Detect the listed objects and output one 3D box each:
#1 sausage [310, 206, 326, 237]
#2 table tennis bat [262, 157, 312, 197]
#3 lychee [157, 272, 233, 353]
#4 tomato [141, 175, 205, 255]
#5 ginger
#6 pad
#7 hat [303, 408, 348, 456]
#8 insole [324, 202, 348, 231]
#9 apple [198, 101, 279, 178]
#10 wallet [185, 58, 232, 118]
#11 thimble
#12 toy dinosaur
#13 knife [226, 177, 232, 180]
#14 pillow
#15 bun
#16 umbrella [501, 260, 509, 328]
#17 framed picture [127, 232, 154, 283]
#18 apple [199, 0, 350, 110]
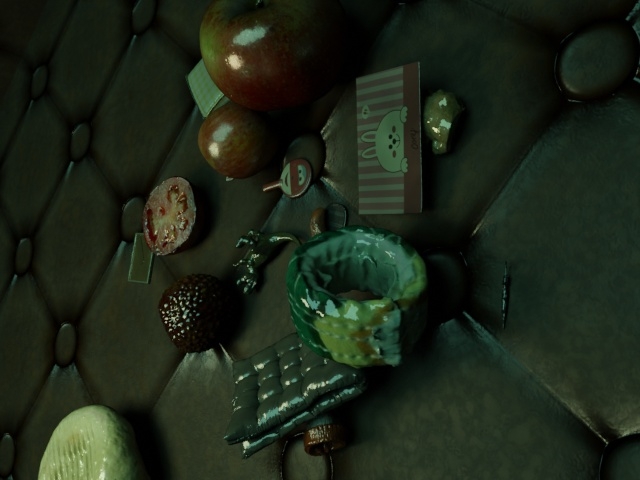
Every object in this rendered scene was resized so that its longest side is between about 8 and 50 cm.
[{"bbox_3d":[0.000,0.000,1.553,0.036,0.041,0.158,118,150,-68],"label":"sausage"},{"bbox_3d":[-0.079,-0.145,1.690,0.154,0.019,0.098,-15,70,36],"label":"table tennis bat"},{"bbox_3d":[-0.298,0.172,1.711,0.188,0.188,0.188,-12,72,40],"label":"lychee"},{"bbox_3d":[-0.388,-0.061,1.903,0.224,0.085,0.225,-13,69,37],"label":"tomato"},{"bbox_3d":[0.198,-0.257,1.425,0.213,0.074,0.138,33,98,38],"label":"ginger"},{"bbox_3d":[0.138,-0.204,1.442,0.202,0.005,0.300,2,94,54],"label":"pad"},{"bbox_3d":[0.005,0.353,1.447,0.112,0.093,0.163,111,155,-57],"label":"hat"},{"bbox_3d":[0.005,0.067,1.564,0.110,0.012,0.310,15,91,45],"label":"insole"},{"bbox_3d":[-0.196,-0.249,1.703,0.173,0.188,0.188,-39,56,17],"label":"apple"},{"bbox_3d":[-0.231,-0.482,1.875,0.309,0.077,0.223,-42,51,26],"label":"wallet"},{"bbox_3d":[0.074,0.107,1.321,0.288,0.254,0.167,44,152,45],"label":"thimble"},{"bbox_3d":[-0.116,0.050,1.674,0.178,0.087,0.187,24,116,10],"label":"toy dinosaur"},{"bbox_3d":[-0.193,-0.269,1.816,0.046,0.022,0.256,33,107,35],"label":"knife"},{"bbox_3d":[-0.050,0.282,1.426,0.326,0.101,0.228,-30,33,16],"label":"pillow"},{"bbox_3d":[-0.589,0.625,1.841,0.360,0.213,0.361,-16,57,26],"label":"bun"},{"bbox_3d":[0.333,0.098,1.256,0.013,0.022,0.122,3,92,17],"label":"umbrella"},{"bbox_3d":[-0.524,0.051,2.050,0.109,0.011,0.149,3,82,42],"label":"framed picture"},{"bbox_3d":[-0.101,-0.449,1.574,0.348,0.277,0.349,-12,52,16],"label":"apple"}]
